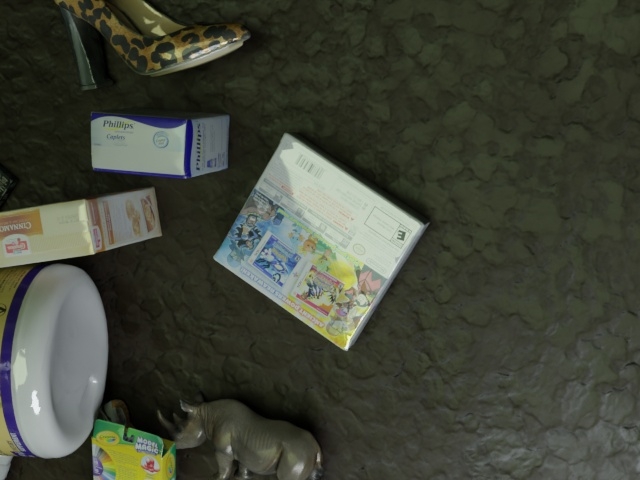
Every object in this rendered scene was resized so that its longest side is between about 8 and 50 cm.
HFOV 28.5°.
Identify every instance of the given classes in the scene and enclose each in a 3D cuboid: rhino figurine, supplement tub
[{"bbox_3d":[-0.101,0.255,1.577,0.243,0.073,0.106,19,107,23],"label":"rhino figurine"},{"bbox_3d":[-0.457,0.145,1.574,0.331,0.241,0.241,1,97,11],"label":"supplement tub"}]

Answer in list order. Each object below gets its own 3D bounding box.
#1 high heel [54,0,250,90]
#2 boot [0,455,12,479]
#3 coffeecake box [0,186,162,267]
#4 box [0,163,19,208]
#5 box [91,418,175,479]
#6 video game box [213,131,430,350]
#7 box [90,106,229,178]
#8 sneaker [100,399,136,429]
[{"bbox_3d":[-0.214,-0.293,1.529,0.261,0.093,0.186,-7,101,28],"label":"high heel"},{"bbox_3d":[-0.533,0.254,1.716,0.258,0.095,0.123,28,99,4],"label":"boot"},{"bbox_3d":[-0.301,-0.018,1.546,0.142,0.185,0.068,-8,95,19],"label":"coffeecake box"},{"bbox_3d":[-0.452,-0.080,1.676,0.083,0.018,0.067,39,106,10],"label":"box"},{"bbox_3d":[-0.240,0.310,1.618,0.105,0.043,0.179,13,120,18],"label":"box"},{"bbox_3d":[0.000,0.000,1.524,0.205,0.048,0.187,35,104,11],"label":"video game box"},{"bbox_3d":[-0.192,-0.120,1.523,0.126,0.137,0.072,6,99,17],"label":"box"},{"bbox_3d":[-0.265,0.251,1.655,0.037,0.032,0.083,-20,86,33],"label":"sneaker"}]
